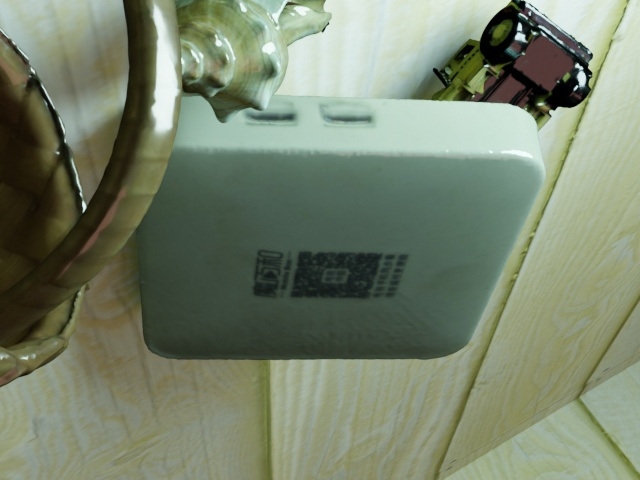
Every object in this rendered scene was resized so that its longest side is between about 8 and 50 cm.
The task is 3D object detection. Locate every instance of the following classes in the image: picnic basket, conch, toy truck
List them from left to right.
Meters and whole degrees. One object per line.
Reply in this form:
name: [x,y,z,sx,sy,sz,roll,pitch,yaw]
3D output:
picnic basket: [-0.208,-0.067,0.508,0.337,0.293,0.337,-14,162,-4]
conch: [-0.060,-0.179,0.756,0.234,0.114,0.137,-61,-177,-37]
toy truck: [0.157,-0.133,1.035,0.127,0.127,0.257,29,118,-27]

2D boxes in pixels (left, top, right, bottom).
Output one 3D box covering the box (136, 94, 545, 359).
box: [0.000,0.000,0.981,0.372,0.091,0.367,2,144,-7]
